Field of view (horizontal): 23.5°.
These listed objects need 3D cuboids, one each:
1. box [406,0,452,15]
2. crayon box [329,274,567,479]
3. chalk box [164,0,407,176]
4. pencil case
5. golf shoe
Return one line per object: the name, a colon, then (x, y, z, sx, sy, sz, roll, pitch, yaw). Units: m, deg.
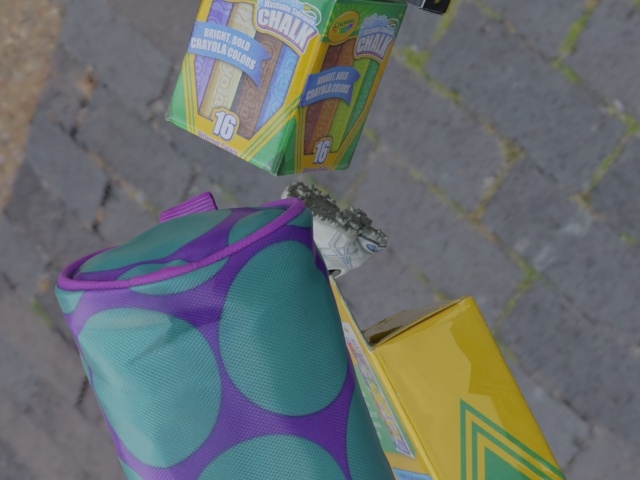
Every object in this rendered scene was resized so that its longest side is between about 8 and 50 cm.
box: (0.106, -0.492, 2.023, 0.257, 0.079, 0.322, 29, 105, 30)
crayon box: (0.097, 0.157, 1.073, 0.323, 0.083, 0.203, 62, 169, 0)
chalk box: (-0.021, -0.179, 1.334, 0.132, 0.132, 0.213, 29, 110, 26)
pencil case: (-0.009, 0.066, 0.374, 0.065, 0.070, 0.151, -18, 101, 10)
golf shoe: (0.000, 0.000, 1.541, 0.086, 0.176, 0.069, -46, 58, 10)
